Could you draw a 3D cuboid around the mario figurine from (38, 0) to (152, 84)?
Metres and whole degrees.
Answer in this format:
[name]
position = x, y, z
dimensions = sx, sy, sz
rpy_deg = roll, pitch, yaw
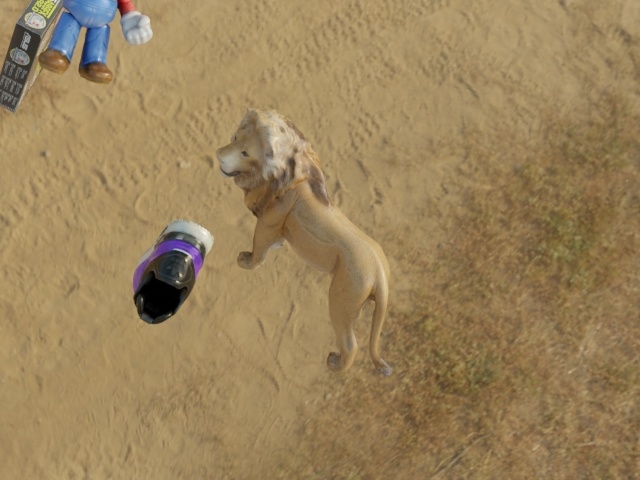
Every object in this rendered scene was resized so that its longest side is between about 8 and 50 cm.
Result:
[mario figurine]
position = -0.408, -0.448, 1.390
dimensions = 0.170, 0.320, 0.198
rpy_deg = 21, 13, 25

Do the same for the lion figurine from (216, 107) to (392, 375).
[lion figurine]
position = 0.000, 0.000, 1.122
dimensions = 0.392, 0.240, 0.142
rpy_deg = 41, 43, 14

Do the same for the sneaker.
[sneaker]
position = -0.283, 0.087, 1.351
dimensions = 0.102, 0.293, 0.146
rpy_deg = 24, 55, -11

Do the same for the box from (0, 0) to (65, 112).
[box]
position = -0.645, -0.449, 1.756
dimensions = 0.060, 0.270, 0.216
rpy_deg = 26, 48, -17
